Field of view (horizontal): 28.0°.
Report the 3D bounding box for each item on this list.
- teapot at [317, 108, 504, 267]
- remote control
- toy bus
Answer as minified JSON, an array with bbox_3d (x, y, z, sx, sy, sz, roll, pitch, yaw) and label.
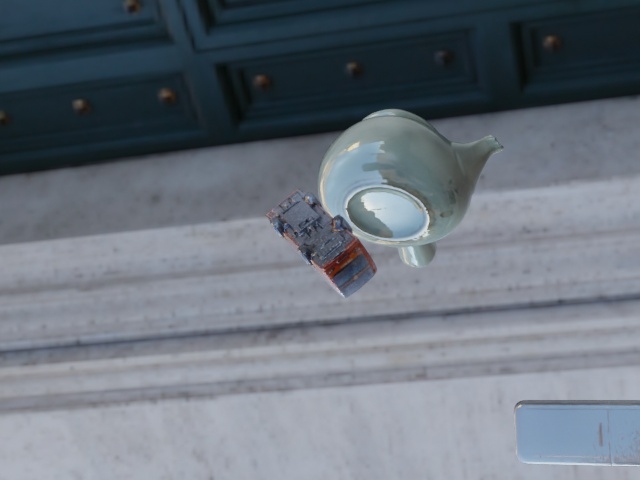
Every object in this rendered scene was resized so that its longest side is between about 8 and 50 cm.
[{"bbox_3d":[0.095,-0.058,1.767,0.318,0.220,0.149,117,172,-54],"label":"teapot"},{"bbox_3d":[0.322,0.192,1.283,0.029,0.261,0.067,-3,-90,-66],"label":"remote control"},{"bbox_3d":[0.000,0.000,1.487,0.077,0.065,0.192,52,175,-31],"label":"toy bus"}]
